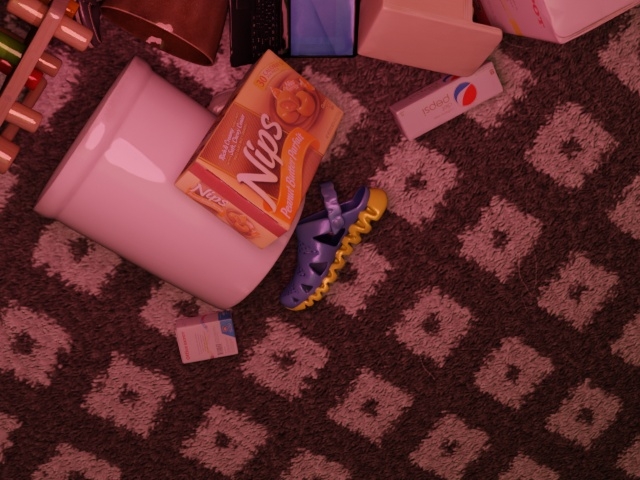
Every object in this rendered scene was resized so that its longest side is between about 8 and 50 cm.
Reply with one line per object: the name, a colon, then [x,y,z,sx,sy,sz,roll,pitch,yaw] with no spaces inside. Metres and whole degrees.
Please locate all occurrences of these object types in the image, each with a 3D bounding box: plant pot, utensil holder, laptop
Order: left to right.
utensil holder: [-0.266,-0.093,1.394,0.386,0.327,0.327,34,102,-19]
plant pot: [-0.242,-0.461,1.343,0.215,0.215,0.230,24,88,-16]
laptop: [-0.043,-0.445,1.398,0.137,0.264,0.234,11,112,26]

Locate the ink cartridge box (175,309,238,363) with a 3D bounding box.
ink cartridge box: [-0.247,0.210,1.653,0.123,0.052,0.088,-10,111,-7]

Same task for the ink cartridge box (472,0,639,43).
ink cartridge box: [0.355,-0.510,1.303,0.161,0.384,0.279,-28,112,2]

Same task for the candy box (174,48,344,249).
candy box: [-0.094,-0.161,1.291,0.183,0.316,0.088,37,139,-16]

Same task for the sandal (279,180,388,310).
sandal: [0.000,0.000,1.586,0.138,0.126,0.317,32,94,-15]

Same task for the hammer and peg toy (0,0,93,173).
hammer and peg toy: [-0.496,-0.303,1.267,0.127,0.265,0.361,28,125,-27]

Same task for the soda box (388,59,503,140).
soda box: [0.253,-0.286,1.537,0.216,0.074,0.069,-28,112,2]

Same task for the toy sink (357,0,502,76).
toy sink: [0.204,-0.419,1.418,0.234,0.153,0.131,9,70,-12]

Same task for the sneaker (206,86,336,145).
sneaker: [-0.089,-0.236,1.477,0.263,0.121,0.099,6,108,-11]

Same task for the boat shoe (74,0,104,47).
boat shoe: [-0.413,-0.455,1.371,0.065,0.075,0.206,-7,106,-3]
